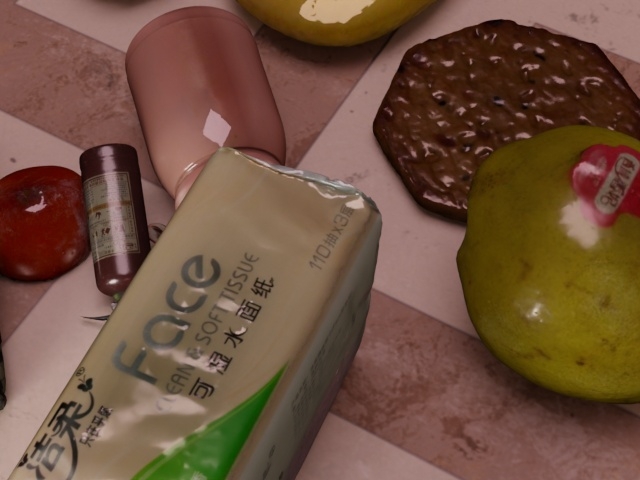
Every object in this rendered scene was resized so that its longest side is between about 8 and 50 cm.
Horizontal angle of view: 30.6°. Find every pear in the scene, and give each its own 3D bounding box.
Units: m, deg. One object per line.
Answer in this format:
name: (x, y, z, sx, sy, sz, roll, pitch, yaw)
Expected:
pear: (0.320, 0.041, 1.272, 0.375, 0.287, 0.287, 25, 60, 1)

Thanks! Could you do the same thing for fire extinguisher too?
fire extinguisher: (-0.249, 0.007, 1.390, 0.099, 0.071, 0.231, -13, 76, 18)

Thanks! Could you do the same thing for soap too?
soap: (0.061, -0.431, 1.671, 0.306, 0.115, 0.427, 39, 66, 19)

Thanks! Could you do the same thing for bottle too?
bottle: (-0.143, -0.121, 1.447, 0.206, 0.173, 0.296, -31, 59, 18)

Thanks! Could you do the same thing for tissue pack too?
tissue pack: (-0.112, 0.165, 1.149, 0.205, 0.331, 0.405, 23, 59, 13)

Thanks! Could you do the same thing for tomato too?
tomato: (-0.348, -0.038, 1.428, 0.139, 0.091, 0.159, 1, 54, -2)

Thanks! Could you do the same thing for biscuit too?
biscuit: (0.248, -0.153, 1.526, 0.359, 0.046, 0.359, 0, 57, 0)

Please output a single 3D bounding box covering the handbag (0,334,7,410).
handbag: (-0.462, -0.034, 1.255, 0.180, 0.316, 0.416, -14, 69, -3)
